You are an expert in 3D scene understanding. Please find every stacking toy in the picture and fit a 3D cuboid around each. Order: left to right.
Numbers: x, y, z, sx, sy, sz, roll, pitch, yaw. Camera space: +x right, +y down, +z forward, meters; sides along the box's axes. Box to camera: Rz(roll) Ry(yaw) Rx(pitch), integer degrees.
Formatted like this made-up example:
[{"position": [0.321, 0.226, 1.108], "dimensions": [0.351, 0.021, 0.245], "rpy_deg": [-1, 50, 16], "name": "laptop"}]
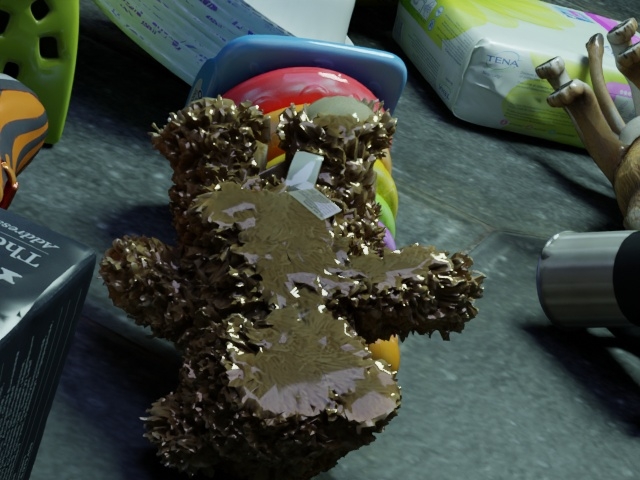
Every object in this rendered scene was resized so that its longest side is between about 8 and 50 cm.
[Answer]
[{"position": [0.000, 0.000, 1.331], "dimensions": [0.165, 0.175, 0.302], "rpy_deg": [4, 42, -21], "name": "stacking toy"}]

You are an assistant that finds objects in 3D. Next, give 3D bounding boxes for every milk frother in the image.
[{"position": [0.241, 0.066, 1.427], "dimensions": [0.134, 0.129, 0.143], "rpy_deg": [-4, 31, 49], "name": "milk frother"}]

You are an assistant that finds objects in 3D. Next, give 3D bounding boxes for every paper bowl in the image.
[{"position": [-0.082, -0.237, 1.641], "dimensions": [0.284, 0.148, 0.284], "rpy_deg": [35, 15, -11], "name": "paper bowl"}]

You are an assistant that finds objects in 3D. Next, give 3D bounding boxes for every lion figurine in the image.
[{"position": [0.312, -0.072, 1.689], "dimensions": [0.240, 0.142, 0.392], "rpy_deg": [56, 18, -9], "name": "lion figurine"}]

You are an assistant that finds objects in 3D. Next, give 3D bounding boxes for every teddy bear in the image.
[{"position": [-0.026, 0.025, 1.185], "dimensions": [0.245, 0.113, 0.338], "rpy_deg": [-11, 49, -17], "name": "teddy bear"}]

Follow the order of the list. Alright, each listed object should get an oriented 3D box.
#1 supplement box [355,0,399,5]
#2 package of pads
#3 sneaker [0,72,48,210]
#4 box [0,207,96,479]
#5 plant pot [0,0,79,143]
[{"position": [0.040, -0.381, 2.004], "dimensions": [0.356, 0.195, 0.194], "rpy_deg": [-9, 82, -49], "name": "supplement box"}, {"position": [0.246, -0.186, 1.962], "dimensions": [0.296, 0.101, 0.229], "rpy_deg": [10, 24, -22], "name": "package of pads"}, {"position": [-0.229, 0.008, 1.149], "dimensions": [0.180, 0.124, 0.321], "rpy_deg": [30, 35, 11], "name": "sneaker"}, {"position": [-0.330, 0.064, 0.843], "dimensions": [0.343, 0.179, 0.312], "rpy_deg": [23, 25, 5], "name": "box"}, {"position": [-0.302, -0.233, 1.476], "dimensions": [0.227, 0.207, 0.228], "rpy_deg": [12, 26, -21], "name": "plant pot"}]
